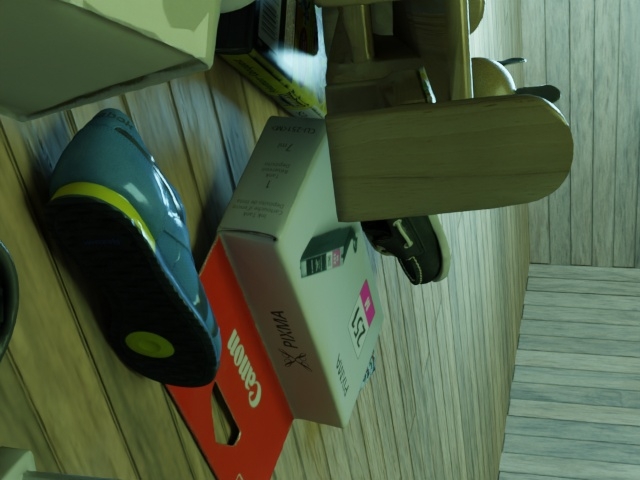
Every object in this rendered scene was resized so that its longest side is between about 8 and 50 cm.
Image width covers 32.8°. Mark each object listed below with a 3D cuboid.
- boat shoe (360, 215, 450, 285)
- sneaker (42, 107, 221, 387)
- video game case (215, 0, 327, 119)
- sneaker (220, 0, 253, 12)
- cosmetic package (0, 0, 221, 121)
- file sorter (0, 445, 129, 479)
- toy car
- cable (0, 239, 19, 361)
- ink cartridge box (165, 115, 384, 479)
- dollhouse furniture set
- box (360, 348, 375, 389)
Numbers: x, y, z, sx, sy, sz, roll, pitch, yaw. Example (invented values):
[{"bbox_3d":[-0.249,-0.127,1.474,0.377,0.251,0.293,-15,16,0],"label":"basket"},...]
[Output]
[{"bbox_3d":[0.080,-0.040,1.239,0.114,0.091,0.303,53,-13,41],"label":"boat shoe"},{"bbox_3d":[-0.099,0.011,0.655,0.209,0.069,0.082,73,21,-48],"label":"sneaker"},{"bbox_3d":[-0.025,-0.257,0.933,0.248,0.035,0.275,26,67,-72],"label":"video game case"},{"bbox_3d":[-0.090,-0.286,0.599,0.169,0.108,0.293,27,56,-71],"label":"sneaker"},{"bbox_3d":[-0.113,-0.209,0.379,0.153,0.129,0.296,19,72,-42],"label":"cosmetic package"},{"bbox_3d":[-0.099,0.274,0.507,0.193,0.173,0.278,-56,145,-60],"label":"file sorter"},{"bbox_3d":[0.177,-0.155,1.278,0.155,0.188,0.149,56,-13,42],"label":"toy car"},{"bbox_3d":[-0.180,0.039,0.436,0.185,0.047,0.151,-72,151,-47],"label":"cable"},{"bbox_3d":[-0.026,0.077,0.888,0.275,0.060,0.239,73,31,-49],"label":"ink cartridge box"},{"bbox_3d":[0.113,-0.266,0.732,0.362,0.256,0.394,-91,174,-65],"label":"dollhouse furniture set"},{"bbox_3d":[0.031,0.121,1.194,0.137,0.027,0.094,-42,131,-68],"label":"box"}]
